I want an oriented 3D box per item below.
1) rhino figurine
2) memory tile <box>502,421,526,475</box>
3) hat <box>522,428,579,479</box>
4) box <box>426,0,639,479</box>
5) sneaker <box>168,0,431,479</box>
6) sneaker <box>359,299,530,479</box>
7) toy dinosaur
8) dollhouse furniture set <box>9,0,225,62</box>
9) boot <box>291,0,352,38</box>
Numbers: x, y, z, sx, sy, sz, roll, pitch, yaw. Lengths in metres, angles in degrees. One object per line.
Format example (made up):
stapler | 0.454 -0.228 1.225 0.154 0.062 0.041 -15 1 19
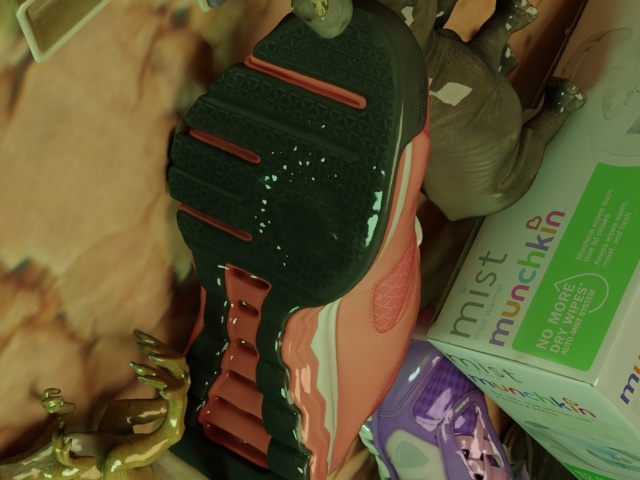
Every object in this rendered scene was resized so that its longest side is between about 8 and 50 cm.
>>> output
rhino figurine | 0.062 -0.089 1.002 0.106 0.073 0.243 -60 148 -9
memory tile | 0.114 0.199 1.371 0.113 0.012 0.148 -34 140 -37
hat | 0.282 0.072 1.386 0.331 0.134 0.331 -35 138 -39
box | 0.210 0.006 1.163 0.231 0.126 0.262 44 68 -47
sneaker | -0.001 0.000 0.973 0.136 0.116 0.314 -40 152 -47
sneaker | 0.086 0.142 1.195 0.095 0.104 0.236 -36 140 -33
toy dinosaur | -0.092 0.110 0.953 0.211 0.064 0.112 17 107 -39
dollhouse furniture set | -0.062 -0.097 0.803 0.114 0.081 0.091 -46 146 -23
boot | -0.001 -0.157 0.831 0.106 0.037 0.114 76 16 -51
